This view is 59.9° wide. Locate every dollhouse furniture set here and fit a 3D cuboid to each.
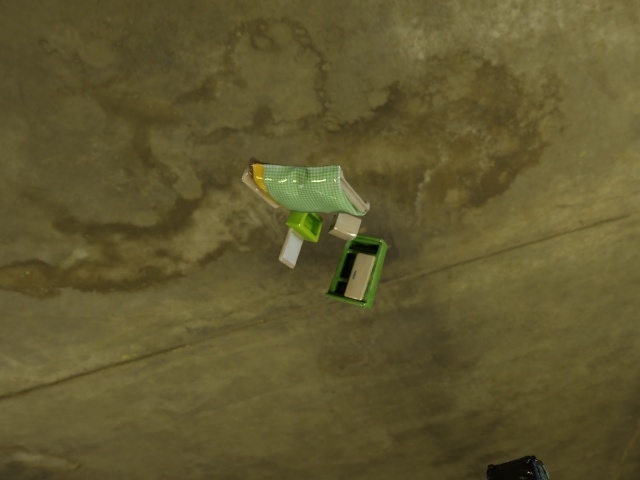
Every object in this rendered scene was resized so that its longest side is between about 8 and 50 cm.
[{"bbox_3d":[0.000,0.000,0.408,0.076,0.058,0.152,11,164,29],"label":"dollhouse furniture set"}]

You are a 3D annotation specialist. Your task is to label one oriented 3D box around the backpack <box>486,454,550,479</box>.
[{"bbox_3d":[0.365,0.455,0.990,0.084,0.114,0.105,27,135,-36],"label":"backpack"}]
